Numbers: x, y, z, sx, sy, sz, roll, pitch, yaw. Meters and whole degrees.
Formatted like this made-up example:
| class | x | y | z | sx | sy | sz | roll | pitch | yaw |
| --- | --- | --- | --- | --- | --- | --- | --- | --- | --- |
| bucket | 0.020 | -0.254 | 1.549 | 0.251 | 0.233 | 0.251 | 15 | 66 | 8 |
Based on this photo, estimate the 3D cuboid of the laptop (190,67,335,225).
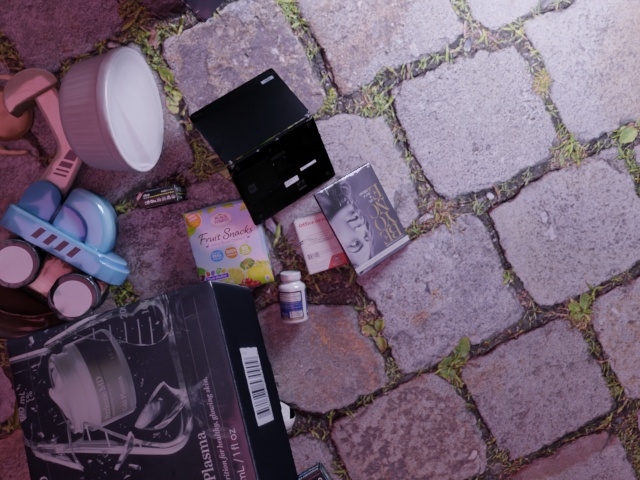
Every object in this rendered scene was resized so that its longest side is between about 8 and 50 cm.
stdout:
| class | x | y | z | sx | sy | sz | roll | pitch | yaw |
| --- | --- | --- | --- | --- | --- | --- | --- | --- | --- |
| laptop | -0.129 | -0.216 | 1.636 | 0.234 | 0.136 | 0.264 | -34 | 124 | -14 |

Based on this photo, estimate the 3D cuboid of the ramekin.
| class | x | y | z | sx | sy | sz | roll | pitch | yaw |
| --- | --- | --- | --- | --- | --- | --- | --- | --- | --- |
| ramekin | -0.454 | -0.276 | 1.537 | 0.127 | 0.273 | 0.273 | -5 | 100 | 11 |

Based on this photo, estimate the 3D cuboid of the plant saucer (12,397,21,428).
| class | x | y | z | sx | sy | sz | roll | pitch | yaw |
| --- | --- | --- | --- | --- | --- | --- | --- | --- | --- |
| plant saucer | -0.666 | 0.399 | 1.751 | 0.188 | 0.045 | 0.188 | 9 | 99 | -2 |

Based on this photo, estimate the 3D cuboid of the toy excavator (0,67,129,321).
| class | x | y | z | sx | sy | sz | roll | pitch | yaw |
| --- | --- | --- | --- | --- | --- | --- | --- | --- | --- |
| toy excavator | -0.584 | -0.101 | 1.604 | 0.432 | 0.222 | 0.445 | 31 | 85 | -9 |

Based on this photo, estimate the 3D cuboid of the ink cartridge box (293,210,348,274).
| class | x | y | z | sx | sy | sz | roll | pitch | yaw |
| --- | --- | --- | --- | --- | --- | --- | --- | --- | --- |
| ink cartridge box | 0.000 | 0.000 | 1.689 | 0.099 | 0.056 | 0.135 | -16 | 99 | 1 |

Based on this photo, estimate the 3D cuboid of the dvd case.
| class | x | y | z | sx | sy | sz | roll | pitch | yaw |
| --- | --- | --- | --- | --- | --- | --- | --- | --- | --- |
| dvd case | 0.101 | -0.050 | 1.671 | 0.164 | 0.018 | 0.221 | -32 | 100 | -20 |

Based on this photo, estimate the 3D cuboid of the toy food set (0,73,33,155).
| class | x | y | z | sx | sy | sz | roll | pitch | yaw |
| --- | --- | --- | --- | --- | --- | --- | --- | --- | --- |
| toy food set | -0.733 | -0.293 | 1.636 | 0.132 | 0.038 | 0.192 | 1 | 102 | -18 |

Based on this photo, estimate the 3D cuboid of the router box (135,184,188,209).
| class | x | y | z | sx | sy | sz | roll | pitch | yaw |
| --- | --- | --- | --- | --- | --- | --- | --- | --- | --- |
| router box | -0.363 | -0.100 | 1.633 | 0.092 | 0.122 | 0.038 | -13 | 94 | 1 |

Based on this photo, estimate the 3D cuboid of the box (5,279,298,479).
| class | x | y | z | sx | sy | sz | roll | pitch | yaw |
| --- | --- | --- | --- | --- | --- | --- | --- | --- | --- |
| box | -0.349 | 0.381 | 1.527 | 0.471 | 0.297 | 0.480 | -17 | 80 | 9 |

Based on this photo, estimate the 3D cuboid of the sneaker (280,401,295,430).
| class | x | y | z | sx | sy | sz | roll | pitch | yaw |
| --- | --- | --- | --- | --- | --- | --- | --- | --- | --- |
| sneaker | -0.229 | 0.510 | 1.742 | 0.322 | 0.130 | 0.237 | 4 | 105 | -3 |

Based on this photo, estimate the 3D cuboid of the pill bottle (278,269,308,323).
| class | x | y | z | sx | sy | sz | roll | pitch | yaw |
| --- | --- | --- | --- | --- | --- | --- | --- | --- | --- |
| pill bottle | -0.067 | 0.135 | 1.705 | 0.067 | 0.067 | 0.120 | -5 | 100 | 0 |

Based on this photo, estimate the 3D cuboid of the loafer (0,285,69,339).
| class | x | y | z | sx | sy | sz | roll | pitch | yaw |
| --- | --- | --- | --- | --- | --- | --- | --- | --- | --- |
| loafer | -0.758 | 0.146 | 1.652 | 0.365 | 0.134 | 0.130 | 8 | 94 | 4 |

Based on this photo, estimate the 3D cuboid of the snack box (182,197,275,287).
| class | x | y | z | sx | sy | sz | roll | pitch | yaw |
| --- | --- | --- | --- | --- | --- | --- | --- | --- | --- |
| snack box | -0.215 | 0.013 | 1.681 | 0.174 | 0.070 | 0.207 | -14 | 98 | 1 |

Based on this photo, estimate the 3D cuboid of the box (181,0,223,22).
| class | x | y | z | sx | sy | sz | roll | pitch | yaw |
| --- | --- | --- | --- | --- | --- | --- | --- | --- | --- |
| box | -0.305 | -0.621 | 1.397 | 0.179 | 0.343 | 0.312 | -46 | 117 | 7 |

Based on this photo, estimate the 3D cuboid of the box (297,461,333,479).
| class | x | y | z | sx | sy | sz | roll | pitch | yaw |
| --- | --- | --- | --- | --- | --- | --- | --- | --- | --- |
| box | -0.016 | 0.703 | 1.810 | 0.175 | 0.051 | 0.220 | -31 | 98 | 4 |
